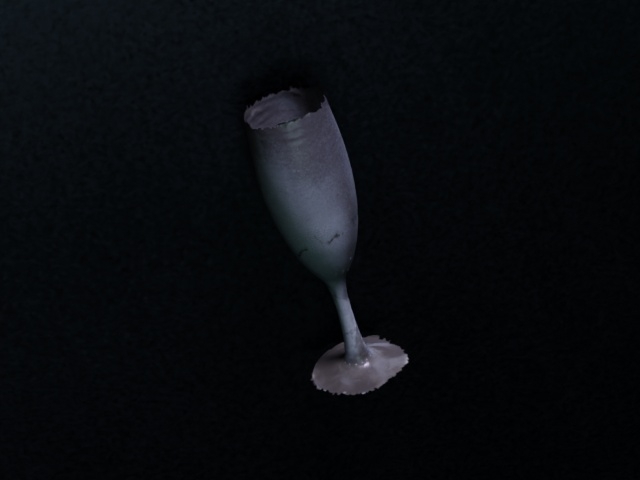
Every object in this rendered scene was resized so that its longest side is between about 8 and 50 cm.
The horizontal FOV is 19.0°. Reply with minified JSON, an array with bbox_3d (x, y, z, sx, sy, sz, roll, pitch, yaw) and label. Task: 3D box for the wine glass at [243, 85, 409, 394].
[{"bbox_3d":[0.000,0.000,1.177,0.066,0.066,0.198,-19,121,-3],"label":"wine glass"}]
